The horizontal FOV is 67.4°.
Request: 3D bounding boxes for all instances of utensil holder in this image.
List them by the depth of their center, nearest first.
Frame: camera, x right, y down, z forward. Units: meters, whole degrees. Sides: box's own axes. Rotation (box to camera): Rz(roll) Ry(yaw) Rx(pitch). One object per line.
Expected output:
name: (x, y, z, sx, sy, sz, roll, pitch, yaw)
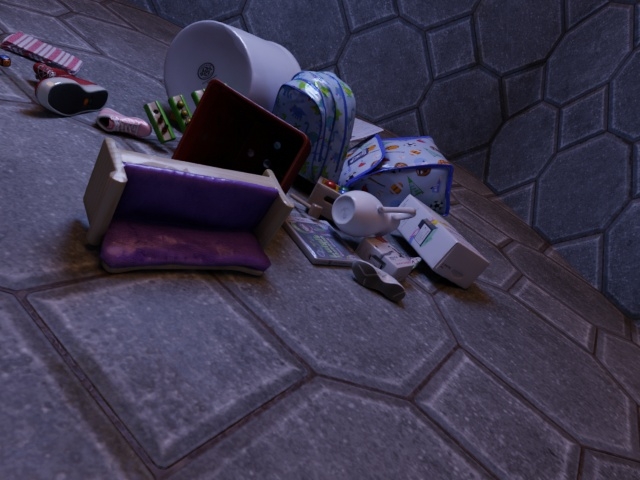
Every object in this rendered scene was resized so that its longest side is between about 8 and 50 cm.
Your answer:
utensil holder: (-0.272, -0.516, 1.566, 0.327, 0.328, 0.385, 34, 19, 10)

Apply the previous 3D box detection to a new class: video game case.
video game case: (0.000, 0.000, 1.261, 0.173, 0.022, 0.190, 6, 33, -43)

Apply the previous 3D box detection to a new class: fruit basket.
fruit basket: (0.013, -0.434, 1.886, 0.326, 0.166, 0.353, -24, 45, -29)

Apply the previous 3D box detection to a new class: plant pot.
plant pot: (-0.173, -0.197, 1.194, 0.267, 0.267, 0.235, 33, 13, 8)

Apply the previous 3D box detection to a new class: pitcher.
pitcher: (0.148, -0.074, 1.324, 0.207, 0.177, 0.126, 11, 67, -47)

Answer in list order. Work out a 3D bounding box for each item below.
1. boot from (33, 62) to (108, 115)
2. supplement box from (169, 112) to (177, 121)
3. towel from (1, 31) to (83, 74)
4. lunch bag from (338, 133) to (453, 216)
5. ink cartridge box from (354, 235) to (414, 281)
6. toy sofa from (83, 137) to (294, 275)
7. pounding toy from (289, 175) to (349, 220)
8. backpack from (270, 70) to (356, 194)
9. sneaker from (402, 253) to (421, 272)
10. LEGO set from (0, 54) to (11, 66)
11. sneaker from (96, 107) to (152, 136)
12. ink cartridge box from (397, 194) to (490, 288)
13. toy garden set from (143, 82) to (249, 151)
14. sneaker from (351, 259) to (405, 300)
boot: (-0.674, -0.391, 1.198, 0.176, 0.089, 0.244, 28, 15, -3)
supplement box: (-0.448, -0.412, 1.553, 0.062, 0.036, 0.098, 21, 26, -21)
towel: (-0.820, -0.554, 1.429, 0.196, 0.029, 0.144, 21, 25, -26)
lunch bag: (0.253, -0.244, 1.755, 0.384, 0.239, 0.328, -3, 28, 2)
ink cartridge box: (0.176, 0.051, 1.318, 0.135, 0.056, 0.099, 43, 26, 28)
toy sofa: (-0.230, -0.050, 0.895, 0.362, 0.150, 0.177, 5, 43, -42)
pounding toy: (0.009, -0.128, 1.406, 0.181, 0.094, 0.206, 28, 16, -4)
backpack: (-0.029, -0.356, 1.525, 0.290, 0.356, 0.273, 44, 28, 28)
sneaker: (0.259, 0.056, 1.425, 0.069, 0.038, 0.098, 37, 24, 14)
LEGO set: (-0.895, -0.467, 1.164, 0.244, 0.060, 0.183, 2, 38, -32)
sneaker: (-0.508, -0.295, 1.235, 0.134, 0.051, 0.070, 20, 27, -14)
ink cartridge box: (0.374, 0.002, 1.527, 0.201, 0.117, 0.278, 26, 21, -39)
toy garden set: (-0.317, -0.310, 1.300, 0.244, 0.049, 0.204, -25, 92, -27)
sneaker: (0.142, 0.097, 1.204, 0.152, 0.054, 0.061, 34, 14, -6)
